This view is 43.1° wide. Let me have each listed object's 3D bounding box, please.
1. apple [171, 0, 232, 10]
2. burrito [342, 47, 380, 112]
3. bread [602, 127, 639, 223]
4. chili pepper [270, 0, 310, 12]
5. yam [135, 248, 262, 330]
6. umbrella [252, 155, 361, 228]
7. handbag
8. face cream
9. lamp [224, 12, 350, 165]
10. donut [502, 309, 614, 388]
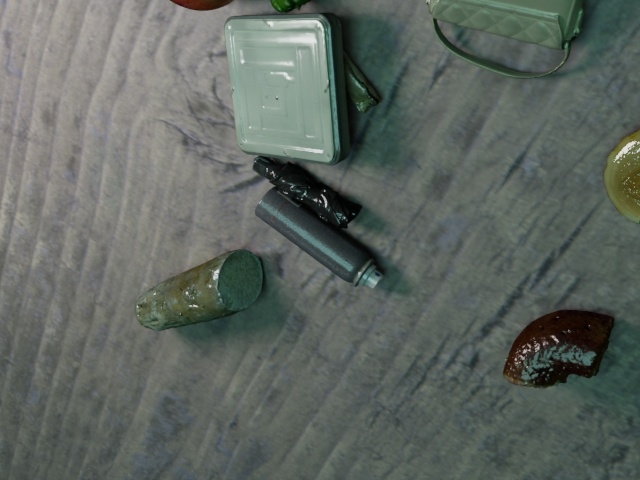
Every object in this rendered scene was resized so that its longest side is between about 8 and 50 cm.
[{"bbox_3d":[-0.215,-0.514,1.450,0.201,0.162,0.201,21,121,39],"label":"apple"},{"bbox_3d":[0.043,-0.306,1.471,0.171,0.042,0.051,50,130,-2],"label":"burrito"},{"bbox_3d":[0.499,-0.104,1.290,0.095,0.083,0.157,-1,108,31],"label":"bread"},{"bbox_3d":[-0.090,-0.519,1.406,0.084,0.099,0.253,-17,96,21],"label":"chili pepper"},{"bbox_3d":[-0.277,0.121,1.760,0.330,0.133,0.133,-19,100,33],"label":"yam"},{"bbox_3d":[-0.033,-0.100,1.577,0.236,0.066,0.059,31,117,12],"label":"umbrella"},{"bbox_3d":[0.294,-0.374,1.296,0.256,0.079,0.219,20,129,19],"label":"handbag"},{"bbox_3d":[0.000,0.000,1.598,0.284,0.073,0.073,36,122,10],"label":"face cream"},{"bbox_3d":[-0.066,-0.282,1.505,0.267,0.047,0.268,12,116,40],"label":"lamp"},{"bbox_3d":[0.413,0.196,1.440,0.187,0.126,0.144,8,107,25],"label":"donut"}]
